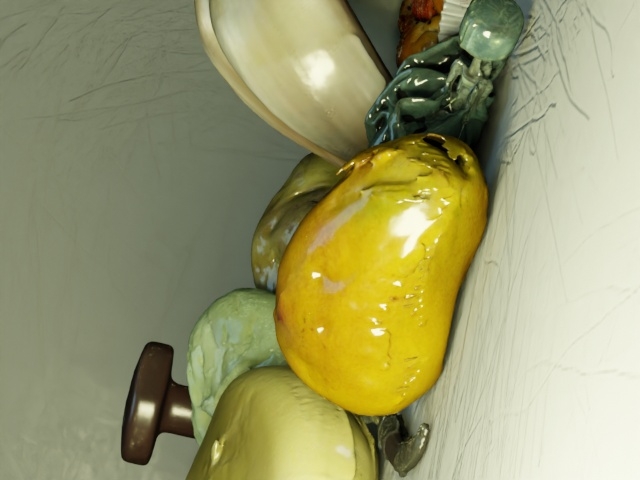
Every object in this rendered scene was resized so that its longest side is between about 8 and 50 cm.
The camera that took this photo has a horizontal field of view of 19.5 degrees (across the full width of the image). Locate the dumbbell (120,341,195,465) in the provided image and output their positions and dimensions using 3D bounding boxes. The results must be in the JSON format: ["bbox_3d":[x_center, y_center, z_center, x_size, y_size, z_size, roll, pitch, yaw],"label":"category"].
[{"bbox_3d":[-0.102,0.197,2.041,0.124,0.225,0.140,107,173,-54],"label":"dumbbell"}]

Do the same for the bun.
[{"bbox_3d":[-0.066,0.157,1.875,0.212,0.126,0.204,40,140,45],"label":"bun"}]

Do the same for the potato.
[{"bbox_3d":[0.005,0.002,1.962,0.154,0.137,0.200,-37,27,33],"label":"potato"}]

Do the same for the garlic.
[{"bbox_3d":[-0.012,-0.159,1.631,0.132,0.325,0.279,-37,2,-5],"label":"garlic"}]

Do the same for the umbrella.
[{"bbox_3d":[0.074,-0.061,1.471,0.349,0.094,0.143,111,168,-48],"label":"umbrella"}]

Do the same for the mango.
[{"bbox_3d":[0.046,0.026,1.341,0.156,0.151,0.248,64,146,30],"label":"mango"}]

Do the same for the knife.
[{"bbox_3d":[0.058,0.152,1.442,0.222,0.021,0.045,-175,99,-82],"label":"knife"}]

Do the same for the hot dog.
[{"bbox_3d":[0.107,-0.199,1.620,0.268,0.075,0.144,-96,20,-76],"label":"hot dog"}]

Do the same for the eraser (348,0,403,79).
[{"bbox_3d":[0.048,-0.304,1.843,0.331,0.150,0.331,19,-90,-78],"label":"eraser"}]

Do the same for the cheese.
[{"bbox_3d":[-0.052,0.224,1.628,0.259,0.128,0.316,-52,15,14],"label":"cheese"}]
